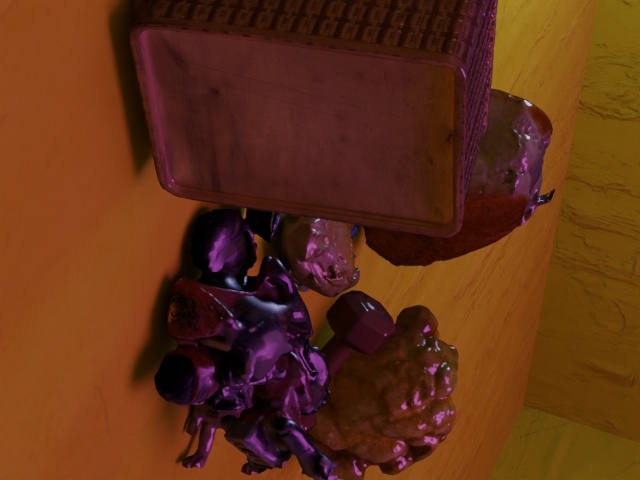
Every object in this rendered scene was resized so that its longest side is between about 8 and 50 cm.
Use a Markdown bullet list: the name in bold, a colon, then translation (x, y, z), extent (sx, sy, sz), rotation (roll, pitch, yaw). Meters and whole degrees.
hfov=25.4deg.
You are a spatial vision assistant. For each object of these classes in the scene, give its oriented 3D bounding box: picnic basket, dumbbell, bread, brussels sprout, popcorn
- **picnic basket**: translation (-0.002, -0.158, 1.311), extent (0.228, 0.313, 0.175), rotation (86, 17, -47)
- **dumbbell**: translation (0.002, 0.168, 1.872), extent (0.082, 0.092, 0.231), rotation (19, 116, -48)
- **bread**: translation (0.201, -0.097, 2.070), extent (0.250, 0.279, 0.225), rotation (67, 23, -64)
- **brussels sprout**: translation (-0.003, -0.001, 1.813), extent (0.181, 0.100, 0.139), rotation (10, 92, -61)
- **popcorn**: translation (0.094, 0.229, 2.106), extent (0.242, 0.235, 0.250), rotation (-59, 176, -44)

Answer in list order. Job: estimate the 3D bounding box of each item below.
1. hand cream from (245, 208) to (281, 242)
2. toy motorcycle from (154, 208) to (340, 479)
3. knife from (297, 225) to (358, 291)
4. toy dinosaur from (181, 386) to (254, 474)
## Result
- **hand cream**: translation (-0.040, -0.136, 1.600), extent (0.120, 0.061, 0.270), rotation (-153, -101, -70)
- **toy motorcycle**: translation (-0.065, 0.168, 1.582), extent (0.207, 0.134, 0.401), rotation (-54, 128, -37)
- **knife**: translation (0.015, 0.007, 1.977), extent (0.222, 0.031, 0.064), rotation (-50, 147, -53)
- **toy dinosaur**: translation (-0.099, 0.183, 1.734), extent (0.251, 0.072, 0.199), rotation (6, 90, -62)
